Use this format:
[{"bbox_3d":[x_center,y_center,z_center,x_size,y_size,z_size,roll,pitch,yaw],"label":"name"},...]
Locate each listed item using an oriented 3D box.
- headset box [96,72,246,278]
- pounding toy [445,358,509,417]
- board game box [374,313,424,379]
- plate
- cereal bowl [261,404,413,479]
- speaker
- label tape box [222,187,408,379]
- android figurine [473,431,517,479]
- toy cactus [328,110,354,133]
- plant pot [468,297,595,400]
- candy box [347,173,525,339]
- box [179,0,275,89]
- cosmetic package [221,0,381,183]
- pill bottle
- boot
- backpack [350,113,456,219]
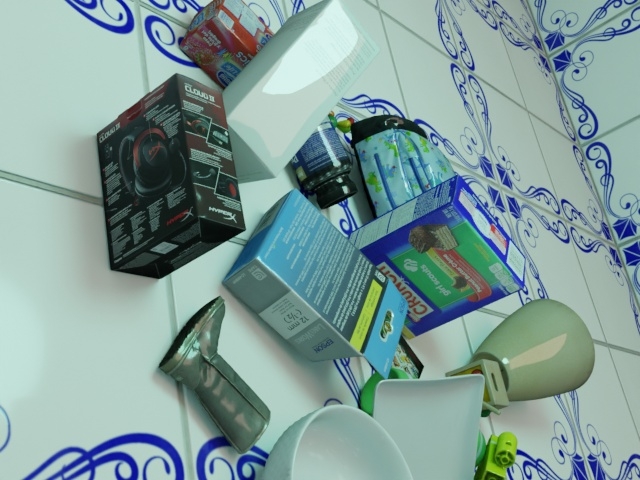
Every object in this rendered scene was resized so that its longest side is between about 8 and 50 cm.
[{"bbox_3d":[-0.254,-0.115,1.360,0.110,0.218,0.293,16,53,-49],"label":"headset box"},{"bbox_3d":[0.373,0.361,1.938,0.100,0.130,0.141,17,53,-47],"label":"pounding toy"},{"bbox_3d":[0.132,0.220,1.811,0.260,0.030,0.136,54,36,-11],"label":"board game box"},{"bbox_3d":[0.194,0.397,1.606,0.277,0.045,0.278,3,96,-33],"label":"plate"},{"bbox_3d":[0.018,0.456,1.379,0.339,0.141,0.339,34,42,-37],"label":"cereal bowl"},{"bbox_3d":[0.219,0.380,1.722,0.296,0.131,0.131,39,39,-31],"label":"speaker"},{"bbox_3d":[0.004,0.101,1.617,0.347,0.115,0.249,45,36,-15],"label":"label tape box"},{"bbox_3d":[0.352,0.518,1.738,0.056,0.248,0.273,21,17,12],"label":"android figurine"},{"bbox_3d":[-0.003,-0.316,1.970,0.219,0.112,0.181,51,43,-31],"label":"toy cactus"},{"bbox_3d":[0.513,0.304,2.097,0.274,0.256,0.257,-15,78,-40],"label":"plant pot"},{"bbox_3d":[0.248,0.044,1.831,0.268,0.317,0.122,47,37,-19],"label":"candy box"},{"bbox_3d":[-0.161,-0.392,1.776,0.257,0.122,0.128,42,38,-28],"label":"box"},{"bbox_3d":[-0.075,-0.293,1.619,0.155,0.197,0.366,46,68,-23],"label":"cosmetic package"},{"bbox_3d":[-0.005,-0.186,1.836,0.122,0.122,0.219,-19,82,-57],"label":"pill bottle"},{"bbox_3d":[-0.154,0.222,1.380,0.208,0.076,0.190,44,51,-14],"label":"boot"},{"bbox_3d":[0.230,-0.107,2.012,0.290,0.273,0.356,28,56,-60],"label":"backpack"}]
